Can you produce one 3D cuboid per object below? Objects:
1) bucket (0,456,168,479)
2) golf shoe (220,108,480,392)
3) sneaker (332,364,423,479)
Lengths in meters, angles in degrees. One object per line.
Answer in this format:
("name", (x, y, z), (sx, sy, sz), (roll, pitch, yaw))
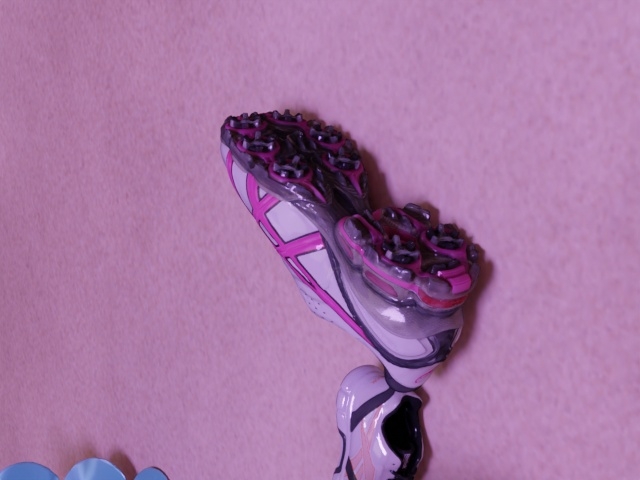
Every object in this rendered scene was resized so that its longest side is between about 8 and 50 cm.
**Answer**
("bucket", (-0.204, 0.286, 0.789), (0.281, 0.281, 0.183), (14, 113, 54))
("golf shoe", (0.000, 0.000, 0.593), (0.186, 0.068, 0.086), (46, 134, 40))
("sneaker", (0.031, 0.121, 0.602), (0.044, 0.040, 0.109), (13, 109, 52))
